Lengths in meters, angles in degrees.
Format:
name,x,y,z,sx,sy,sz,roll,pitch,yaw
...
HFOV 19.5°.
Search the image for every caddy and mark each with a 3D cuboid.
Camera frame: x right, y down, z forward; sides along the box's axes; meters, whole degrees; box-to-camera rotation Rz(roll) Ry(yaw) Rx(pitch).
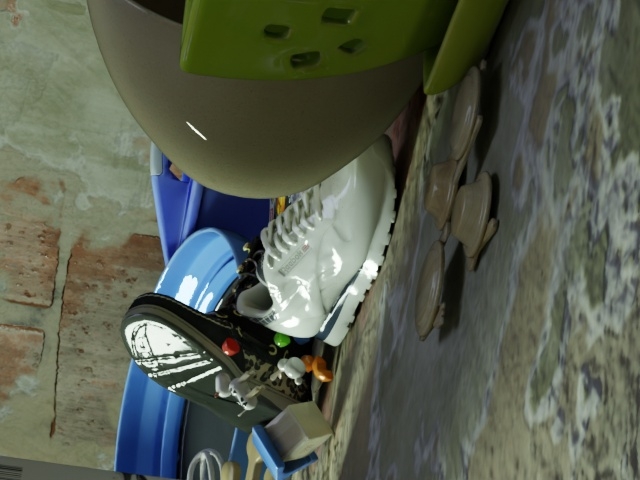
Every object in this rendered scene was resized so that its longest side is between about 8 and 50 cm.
name,x,y,z,sx,sy,sz,roll,pitch,yaw
caddy,-0.107,-0.103,2.157,0.241,0.179,0.341,135,145,-78

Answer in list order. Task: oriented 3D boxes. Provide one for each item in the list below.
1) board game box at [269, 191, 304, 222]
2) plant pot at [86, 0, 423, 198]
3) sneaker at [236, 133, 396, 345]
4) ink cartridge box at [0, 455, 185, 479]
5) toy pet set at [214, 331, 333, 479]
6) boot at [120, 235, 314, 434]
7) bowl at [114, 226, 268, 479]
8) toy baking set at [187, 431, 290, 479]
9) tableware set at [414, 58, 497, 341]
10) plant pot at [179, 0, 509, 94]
name,x,y,z,sx,sy,sz,roll,pitch,yaw
board game box,-0.008,-0.163,1.819,0.193,0.053,0.305,153,119,-78
plant pot,-0.046,-0.145,1.434,0.284,0.284,0.191,-90,7,-53
sneaker,0.000,0.000,1.552,0.090,0.095,0.235,-84,12,-47
ink cartridge box,-0.189,0.303,1.407,0.285,0.395,0.166,-99,19,-69
toy pet set,-0.040,0.143,1.613,0.065,0.122,0.114,-43,68,28
boot,-0.079,0.060,1.684,0.085,0.236,0.178,-14,52,36
bowl,-0.118,0.182,1.946,0.391,0.077,0.391,-169,90,-69
toy baking set,-0.080,0.279,1.701,0.256,0.030,0.196,-24,60,53
tableware set,0.088,-0.025,1.217,0.141,0.020,0.168,111,168,-54
plant pot,0.032,-0.241,1.222,0.227,0.207,0.228,110,168,-49
